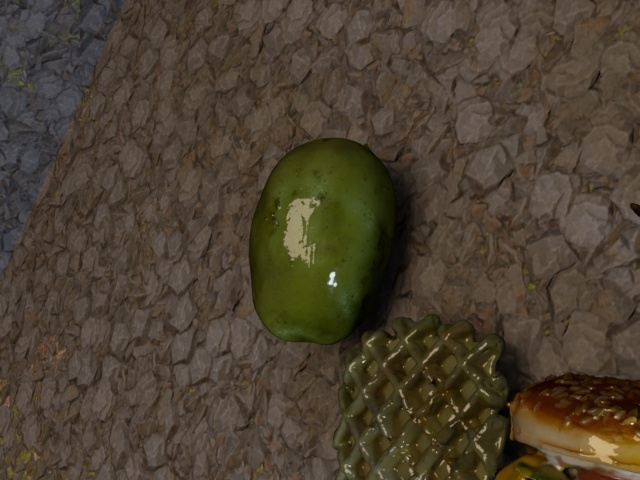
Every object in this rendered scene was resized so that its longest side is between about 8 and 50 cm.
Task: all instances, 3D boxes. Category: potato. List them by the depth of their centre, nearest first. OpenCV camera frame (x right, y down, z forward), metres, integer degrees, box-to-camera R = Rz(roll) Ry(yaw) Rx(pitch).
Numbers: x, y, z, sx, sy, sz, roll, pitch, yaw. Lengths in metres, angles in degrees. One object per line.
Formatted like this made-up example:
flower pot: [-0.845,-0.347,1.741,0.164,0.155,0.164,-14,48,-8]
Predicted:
potato: [0.003,0.000,1.430,0.216,0.216,0.304,2,88,46]

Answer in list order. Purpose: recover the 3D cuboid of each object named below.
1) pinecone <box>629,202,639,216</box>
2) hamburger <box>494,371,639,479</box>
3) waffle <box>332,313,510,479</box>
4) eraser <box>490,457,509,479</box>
pinecone: [0.448,-0.038,0.984,0.272,0.224,0.224,-56,46,14]
hamburger: [0.314,0.253,0.993,0.291,0.291,0.225,7,82,46]
waffle: [0.120,0.249,1.266,0.292,0.056,0.309,-5,76,45]
eraser: [0.184,0.276,1.267,0.092,0.046,0.212,-47,49,25]
